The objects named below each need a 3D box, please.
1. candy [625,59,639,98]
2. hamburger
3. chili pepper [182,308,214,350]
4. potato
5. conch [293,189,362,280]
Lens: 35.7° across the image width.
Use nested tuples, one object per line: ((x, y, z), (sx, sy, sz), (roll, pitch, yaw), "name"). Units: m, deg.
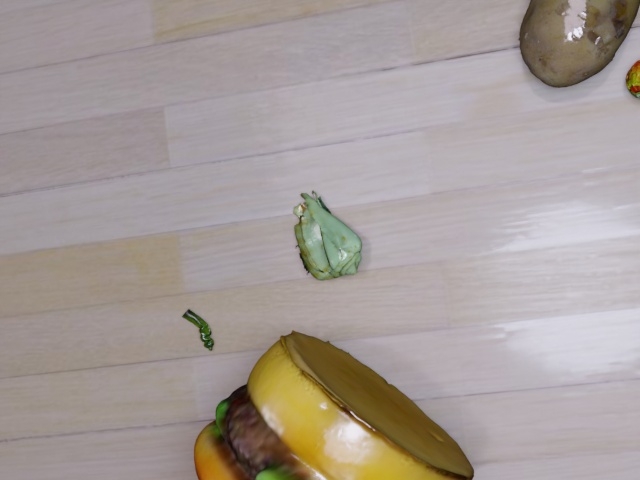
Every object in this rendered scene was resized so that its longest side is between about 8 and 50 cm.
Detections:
((0.507, -0.315, 1.547), (0.061, 0.060, 0.201), (3, 79, 13), "candy")
((0.012, 0.342, 1.470), (0.396, 0.396, 0.277), (38, 95, 12), "hamburger")
((-0.204, 0.151, 1.697), (0.027, 0.022, 0.083), (-32, 78, -24), "chili pepper")
((0.402, -0.360, 1.520), (0.165, 0.165, 0.262), (15, 97, 13), "potato")
((0.000, 0.000, 1.634), (0.106, 0.079, 0.170), (-39, 64, 2), "conch")
